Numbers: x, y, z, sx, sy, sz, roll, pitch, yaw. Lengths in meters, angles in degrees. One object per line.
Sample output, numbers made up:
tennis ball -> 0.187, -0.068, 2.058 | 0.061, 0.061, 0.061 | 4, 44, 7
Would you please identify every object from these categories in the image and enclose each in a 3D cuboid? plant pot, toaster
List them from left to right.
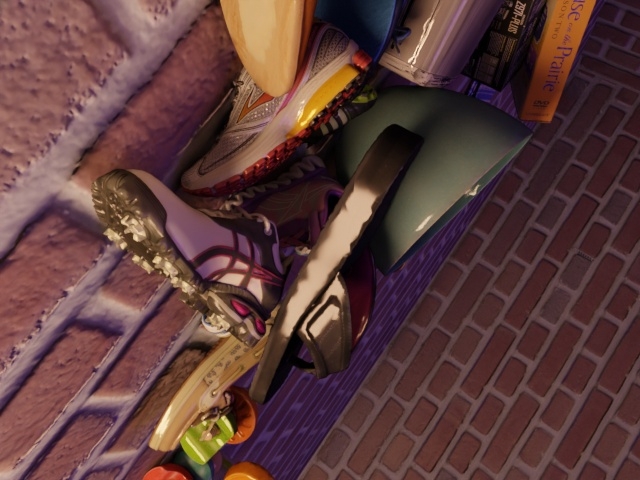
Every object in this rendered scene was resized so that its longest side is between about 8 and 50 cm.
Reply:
plant pot -> 0.135, -0.114, 0.755 | 0.290, 0.195, 0.290 | -42, 168, -10
toaster -> 0.149, -0.293, 0.663 | 0.227, 0.129, 0.146 | -30, 151, -57

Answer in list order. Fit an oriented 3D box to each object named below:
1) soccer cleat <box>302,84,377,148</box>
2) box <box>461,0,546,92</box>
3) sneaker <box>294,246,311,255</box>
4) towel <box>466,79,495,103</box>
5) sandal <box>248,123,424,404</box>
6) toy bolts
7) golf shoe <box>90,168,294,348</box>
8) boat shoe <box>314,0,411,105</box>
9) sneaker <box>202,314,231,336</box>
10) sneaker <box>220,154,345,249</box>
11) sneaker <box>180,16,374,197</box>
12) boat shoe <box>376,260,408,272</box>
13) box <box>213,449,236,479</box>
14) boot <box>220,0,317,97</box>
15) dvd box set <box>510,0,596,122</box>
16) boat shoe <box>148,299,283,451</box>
soccer cleat -> 0.003, -0.159, 0.632 | 0.179, 0.060, 0.072 | -31, 158, -39
box -> 0.267, -0.356, 0.811 | 0.077, 0.147, 0.180 | -49, 159, -20
sneaker -> 0.000, 0.000, 0.857 | 0.094, 0.080, 0.212 | -41, 151, -10
towel -> 0.464, -0.467, 1.274 | 0.243, 0.040, 0.336 | -25, 143, -58
sandal -> 0.022, 0.077, 0.617 | 0.167, 0.107, 0.446 | -48, 168, -54
toy bolts -> -0.167, 0.391, 0.886 | 0.228, 0.218, 0.158 | -43, 171, 16
golf shoe -> -0.112, 0.001, 0.499 | 0.120, 0.105, 0.273 | -55, 150, -17
boat shoe -> 0.065, -0.265, 0.535 | 0.089, 0.109, 0.258 | -28, 147, -62
sneaker -> -0.113, 0.073, 0.707 | 0.144, 0.053, 0.059 | -57, 159, -4
sneaker -> -0.043, -0.023, 0.650 | 0.236, 0.104, 0.095 | -39, 156, -35
sneaker -> -0.056, -0.128, 0.509 | 0.225, 0.093, 0.088 | -42, 180, 1
boat shoe -> 0.098, 0.002, 1.023 | 0.123, 0.123, 0.342 | -44, 156, -7
box -> -0.237, 0.521, 1.010 | 0.103, 0.114, 0.203 | -59, 159, 3
boot -> 0.023, -0.277, 0.393 | 0.211, 0.104, 0.295 | -33, 143, -32
dvd box set -> 0.394, -0.456, 0.825 | 0.420, 0.062, 0.308 | 90, 9, -45
boat shoe -> -0.137, 0.200, 0.754 | 0.285, 0.089, 0.104 | -51, -179, -19
